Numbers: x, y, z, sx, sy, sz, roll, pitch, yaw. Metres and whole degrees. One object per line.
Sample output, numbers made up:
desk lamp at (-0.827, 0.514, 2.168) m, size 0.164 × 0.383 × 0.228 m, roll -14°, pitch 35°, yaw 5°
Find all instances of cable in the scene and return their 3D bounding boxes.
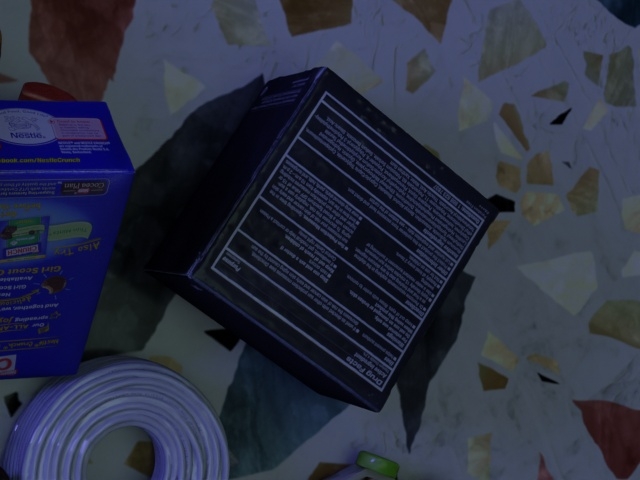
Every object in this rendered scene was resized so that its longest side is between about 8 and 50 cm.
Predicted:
cable at (-0.233, 0.265, 1.558) m, size 0.257 × 0.089 × 0.257 m, roll -40°, pitch 108°, yaw -19°

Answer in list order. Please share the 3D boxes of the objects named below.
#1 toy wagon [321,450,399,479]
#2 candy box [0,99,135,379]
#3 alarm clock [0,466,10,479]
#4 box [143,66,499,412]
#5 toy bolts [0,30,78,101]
toy wagon at (0.106, 0.438, 1.744) m, size 0.344 × 0.068 × 0.267 m, roll 26°, pitch 81°, yaw -25°
candy box at (-0.361, 0.008, 1.374) m, size 0.268 × 0.122 × 0.317 m, roll -2°, pitch 136°, yaw -27°
alarm clock at (-0.373, 0.298, 1.427) m, size 0.064 × 0.192 × 0.129 m, roll 0°, pitch 67°, yaw 8°
box at (0.000, 0.000, 1.612) m, size 0.296 × 0.183 × 0.294 m, roll 38°, pitch 75°, yaw -20°
toy bolts at (-0.387, -0.126, 1.474) m, size 0.228 × 0.158 × 0.218 m, roll 24°, pitch 41°, yaw -15°
